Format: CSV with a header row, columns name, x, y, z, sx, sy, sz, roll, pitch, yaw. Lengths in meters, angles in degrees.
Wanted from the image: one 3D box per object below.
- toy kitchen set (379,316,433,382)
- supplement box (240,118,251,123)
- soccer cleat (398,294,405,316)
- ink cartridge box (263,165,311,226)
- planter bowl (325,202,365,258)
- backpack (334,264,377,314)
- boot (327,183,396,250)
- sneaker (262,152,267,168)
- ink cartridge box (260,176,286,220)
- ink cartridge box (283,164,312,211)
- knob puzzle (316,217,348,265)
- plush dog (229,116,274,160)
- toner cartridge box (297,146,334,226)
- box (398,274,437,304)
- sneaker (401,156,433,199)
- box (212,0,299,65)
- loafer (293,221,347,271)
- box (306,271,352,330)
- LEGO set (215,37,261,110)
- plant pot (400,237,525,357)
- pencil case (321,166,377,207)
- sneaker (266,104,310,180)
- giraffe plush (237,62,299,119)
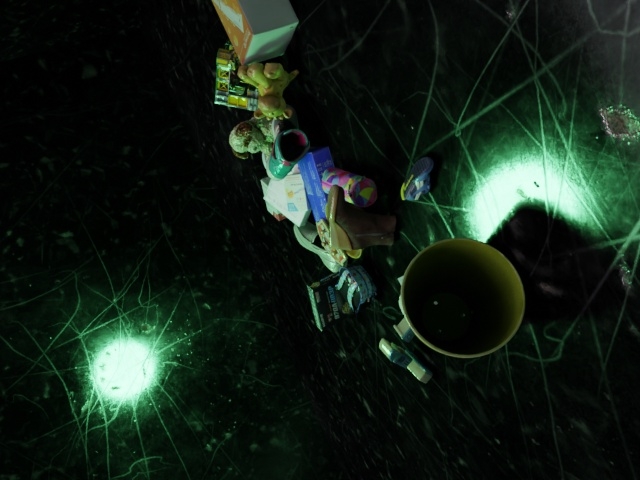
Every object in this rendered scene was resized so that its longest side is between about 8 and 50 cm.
name,x,y,z,sx,sy,sz,roll,pitch,yaw
toy kitchen set,0.327,0.365,1.811,0.207,0.166,0.122,33,-172,-44
supplement box,-0.276,-0.493,2.325,0.233,0.080,0.078,24,133,65
soccer cleat,0.268,0.174,1.619,0.076,0.068,0.196,51,158,42
ink cartridge box,-0.113,-0.206,2.161,0.223,0.045,0.224,39,123,23
planter bowl,0.111,-0.055,1.821,0.217,0.090,0.217,51,159,28
backpack,0.135,0.163,1.977,0.158,0.116,0.173,55,158,28
boot,0.127,-0.074,1.627,0.090,0.206,0.249,-97,3,-48
sneaker,-0.159,-0.298,2.266,0.258,0.094,0.091,59,139,10
ink cartridge box,-0.208,-0.201,2.495,0.127,0.072,0.175,43,151,47
ink cartridge box,-0.083,-0.207,2.066,0.104,0.061,0.182,-1,102,39
knob puzzle,0.029,0.016,1.970,0.213,0.029,0.213,54,166,20
plush dog,-0.257,-0.428,2.119,0.211,0.225,0.262,60,157,16
toner cartridge box,0.015,-0.171,1.961,0.165,0.075,0.348,24,134,63
box,0.322,0.180,1.641,0.186,0.038,0.145,62,160,6
sneaker,0.263,-0.160,1.386,0.144,0.059,0.053,119,158,-47
box,-0.238,-0.793,1.744,0.346,0.168,0.215,65,160,2
loafer,0.000,0.000,2.163,0.319,0.112,0.112,40,144,36
box,0.048,0.245,2.212,0.051,0.175,0.221,37,145,52
LEGO set,-0.269,-0.634,1.983,0.331,0.191,0.255,-87,8,-59
plant pot,0.329,0.168,1.330,0.275,0.274,0.293,59,175,18
pencil case,0.089,-0.176,1.734,0.236,0.104,0.105,30,140,59
sneaker,-0.110,-0.374,1.882,0.178,0.123,0.296,-23,57,59
giraffe plush,-0.175,-0.504,1.825,0.181,0.210,0.171,8,99,38
